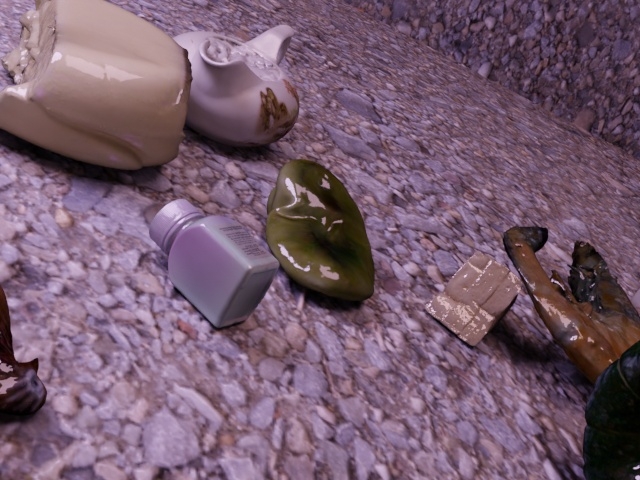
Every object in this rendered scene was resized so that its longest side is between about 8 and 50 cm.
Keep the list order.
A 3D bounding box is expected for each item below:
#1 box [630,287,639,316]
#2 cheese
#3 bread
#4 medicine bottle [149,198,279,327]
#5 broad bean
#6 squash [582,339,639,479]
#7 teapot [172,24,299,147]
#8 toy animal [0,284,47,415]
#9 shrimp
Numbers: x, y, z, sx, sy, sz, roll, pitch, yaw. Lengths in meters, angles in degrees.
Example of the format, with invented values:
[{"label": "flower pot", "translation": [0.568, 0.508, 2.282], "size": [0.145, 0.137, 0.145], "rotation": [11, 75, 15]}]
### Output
[{"label": "box", "translation": [0.549, 0.149, 1.107], "size": [0.143, 0.225, 0.341], "rotation": [23, 24, -11]}, {"label": "cheese", "translation": [-0.257, -0.182, 0.933], "size": [0.233, 0.127, 0.266], "rotation": [17, 25, -23]}, {"label": "bread", "translation": [0.195, 0.084, 1.067], "size": [0.077, 0.105, 0.152], "rotation": [38, -7, 17]}, {"label": "medicine bottle", "translation": [-0.104, 0.016, 0.785], "size": [0.118, 0.074, 0.055], "rotation": [40, 26, 22]}, {"label": "broad bean", "translation": [0.001, -0.002, 0.969], "size": [0.153, 0.072, 0.207], "rotation": [12, 42, -31]}, {"label": "squash", "translation": [0.369, 0.197, 0.773], "size": [0.165, 0.252, 0.252], "rotation": [5, 34, -34]}, {"label": "teapot", "translation": [-0.118, -0.223, 1.154], "size": [0.204, 0.139, 0.298], "rotation": [28, 25, 0]}, {"label": "toy animal", "translation": [-0.266, 0.055, 0.526], "size": [0.179, 0.089, 0.188], "rotation": [51, 21, 6]}, {"label": "shrimp", "translation": [0.348, 0.066, 1.168], "size": [0.272, 0.085, 0.445], "rotation": [45, 23, -2]}]
